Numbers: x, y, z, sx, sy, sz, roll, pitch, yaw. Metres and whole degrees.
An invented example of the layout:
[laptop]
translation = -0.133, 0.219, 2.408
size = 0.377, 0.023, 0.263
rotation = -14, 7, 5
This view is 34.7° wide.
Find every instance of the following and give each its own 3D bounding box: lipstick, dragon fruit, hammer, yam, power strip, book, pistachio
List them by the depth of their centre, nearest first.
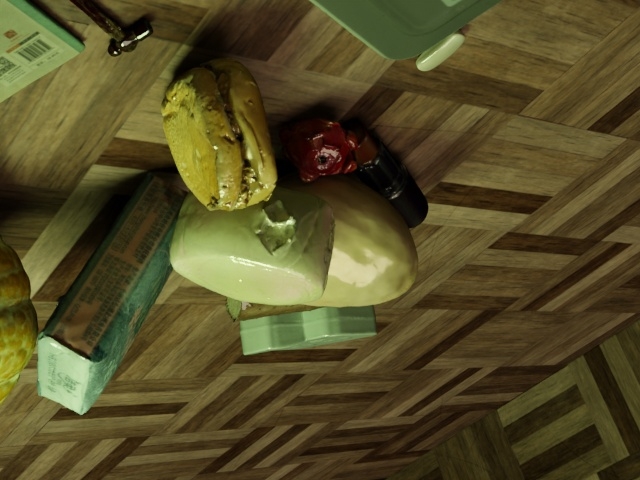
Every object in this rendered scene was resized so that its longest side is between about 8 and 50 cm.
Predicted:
[book]
translation = -0.427, -0.230, 1.142
size = 0.214, 0.025, 0.282
rotation = -27, 154, 12
[hammer]
translation = -0.265, -0.271, 1.186
size = 0.065, 0.021, 0.178
rotation = -27, 151, 14
[dragon fruit]
translation = -0.006, -0.131, 1.535
size = 0.126, 0.068, 0.112
rotation = 7, 150, 10
[pistachio]
translation = 0.000, 0.000, 1.643
size = 0.308, 0.230, 0.230
rotation = 21, 139, -17
[lipstick]
translation = 0.103, -0.105, 1.696
size = 0.081, 0.081, 0.299
rotation = -26, 150, 13
[yam]
translation = -0.055, 0.074, 1.878
size = 0.238, 0.129, 0.128
rotation = -8, 122, -20
[power strip]
translation = -0.049, 0.149, 2.038
size = 0.229, 0.141, 0.261
rotation = -16, 167, 38

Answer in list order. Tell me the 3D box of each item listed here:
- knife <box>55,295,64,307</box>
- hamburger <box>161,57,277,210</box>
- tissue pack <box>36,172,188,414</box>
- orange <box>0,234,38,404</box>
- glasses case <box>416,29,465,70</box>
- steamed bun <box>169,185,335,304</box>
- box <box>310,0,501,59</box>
[knife]
translation = -0.410, 0.090, 1.786
size = 0.121, 0.018, 0.031
rotation = -24, 152, 12
[hamburger]
translation = -0.133, -0.135, 1.331
size = 0.108, 0.214, 0.214
rotation = -17, 154, -16
[tissue pack]
translation = -0.306, 0.082, 1.533
size = 0.103, 0.316, 0.228
rotation = 26, 146, 1
[orange]
translation = -0.546, 0.107, 1.374
size = 0.329, 0.329, 0.249
rotation = -30, 175, 19
[glasses case]
translation = 0.173, -0.274, 1.479
size = 0.032, 0.021, 0.083
rotation = 9, 142, -46
[steamed bun]
translation = -0.098, -0.009, 1.447
size = 0.238, 0.170, 0.152
rotation = 12, 161, 7
[box]
translation = 0.147, -0.381, 1.177
size = 0.373, 0.090, 0.367
rotation = -31, 153, 23
